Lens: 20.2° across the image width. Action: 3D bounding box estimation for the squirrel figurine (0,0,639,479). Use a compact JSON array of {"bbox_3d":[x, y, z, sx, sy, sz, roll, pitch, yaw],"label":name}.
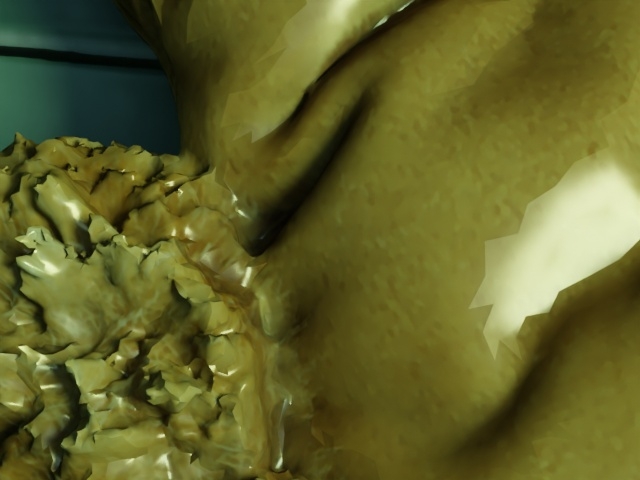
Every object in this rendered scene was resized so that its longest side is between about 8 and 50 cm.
[{"bbox_3d":[0.000,0.000,0.609,0.397,0.281,0.370,-35,87,-7],"label":"squirrel figurine"}]
